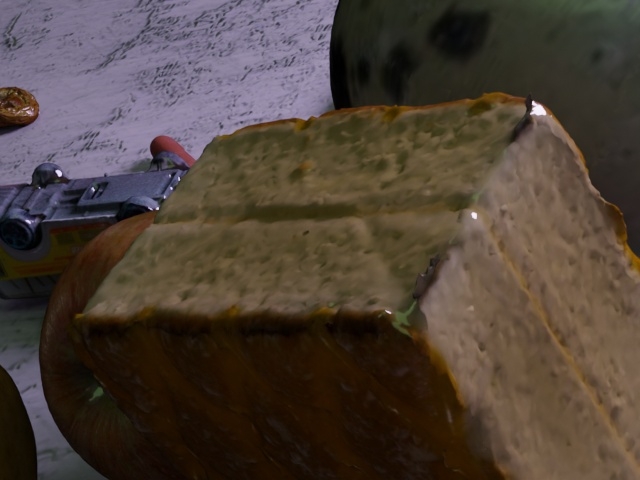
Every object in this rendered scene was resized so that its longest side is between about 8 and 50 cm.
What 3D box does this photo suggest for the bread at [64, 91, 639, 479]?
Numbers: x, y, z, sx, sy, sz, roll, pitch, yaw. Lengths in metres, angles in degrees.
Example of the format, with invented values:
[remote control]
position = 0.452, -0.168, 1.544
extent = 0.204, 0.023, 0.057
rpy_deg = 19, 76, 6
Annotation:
[bread]
position = 0.049, 0.076, 1.073
extent = 0.279, 0.279, 0.207
rpy_deg = -6, 41, 45

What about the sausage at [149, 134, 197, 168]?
[sausage]
position = -0.121, -0.060, 1.707
extent = 0.029, 0.029, 0.223
rpy_deg = -27, 29, -13

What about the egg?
[egg]
position = 0.200, -0.115, 1.285
extent = 0.345, 0.345, 0.428
rpy_deg = -35, 38, -26

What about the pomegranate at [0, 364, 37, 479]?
[pomegranate]
position = -0.313, 0.156, 1.254
extent = 0.233, 0.233, 0.233
rpy_deg = -15, 29, 8

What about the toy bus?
[toy bus]
position = -0.187, -0.008, 1.582
extent = 0.268, 0.106, 0.092
rpy_deg = -5, 32, 21

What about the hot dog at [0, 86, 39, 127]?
[hot dog]
position = -0.355, -0.146, 1.991
extent = 0.083, 0.035, 0.058
rpy_deg = -7, 35, 22

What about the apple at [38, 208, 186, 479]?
[apple]
position = -0.093, 0.079, 1.276
extent = 0.211, 0.211, 0.188
rpy_deg = 7, 12, 39
